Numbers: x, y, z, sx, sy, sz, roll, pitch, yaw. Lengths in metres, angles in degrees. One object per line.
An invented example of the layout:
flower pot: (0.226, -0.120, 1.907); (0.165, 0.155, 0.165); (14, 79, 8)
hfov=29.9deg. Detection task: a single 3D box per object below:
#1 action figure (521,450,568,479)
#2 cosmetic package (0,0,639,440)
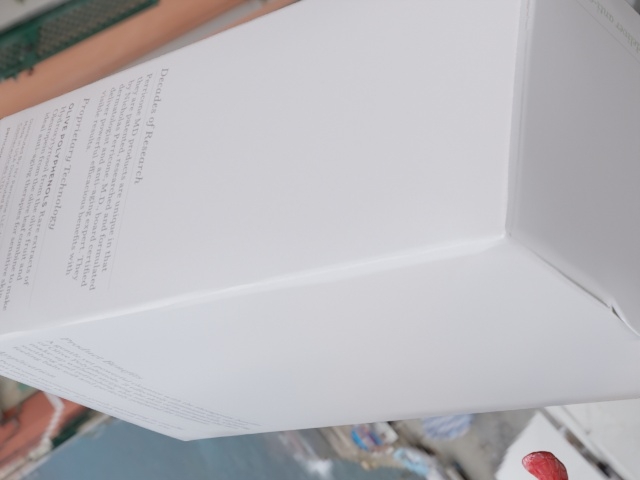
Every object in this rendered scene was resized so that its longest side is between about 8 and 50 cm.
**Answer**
action figure: (0.133, 0.247, 0.657); (0.139, 0.091, 0.280); (27, -149, -43)
cosmetic package: (0.000, 0.000, 0.609); (0.365, 0.155, 0.197); (-13, 149, 38)
